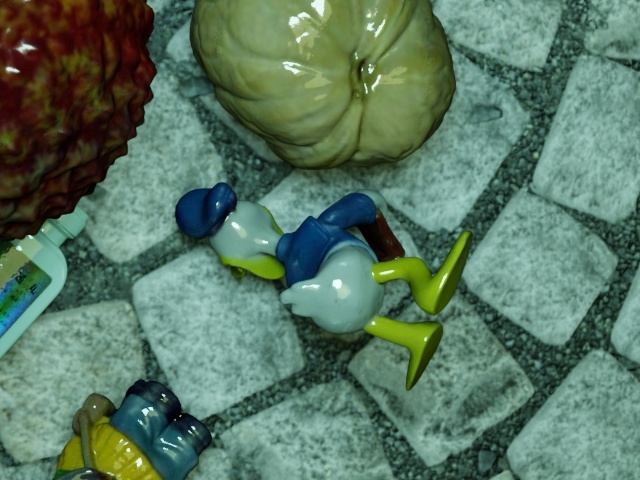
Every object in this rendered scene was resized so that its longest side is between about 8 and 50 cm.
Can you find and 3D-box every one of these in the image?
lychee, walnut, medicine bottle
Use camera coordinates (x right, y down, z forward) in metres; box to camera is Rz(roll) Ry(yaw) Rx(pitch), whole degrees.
[{"bbox_3d":[-0.399,-0.185,1.596,0.500,0.424,0.424,-9,99,-39],"label":"lychee"},{"bbox_3d":[0.002,-0.220,1.790,0.296,0.285,0.285,16,92,-27],"label":"walnut"},{"bbox_3d":[-0.358,0.038,1.812,0.121,0.083,0.229,43,85,-13],"label":"medicine bottle"}]

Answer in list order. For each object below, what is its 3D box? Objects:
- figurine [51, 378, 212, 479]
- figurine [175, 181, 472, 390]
[{"bbox_3d":[-0.264,0.307,1.805,0.332,0.204,0.185,-44,103,-7],"label":"figurine"},{"bbox_3d":[0.000,0.000,1.836,0.338,0.283,0.204,21,110,9],"label":"figurine"}]
